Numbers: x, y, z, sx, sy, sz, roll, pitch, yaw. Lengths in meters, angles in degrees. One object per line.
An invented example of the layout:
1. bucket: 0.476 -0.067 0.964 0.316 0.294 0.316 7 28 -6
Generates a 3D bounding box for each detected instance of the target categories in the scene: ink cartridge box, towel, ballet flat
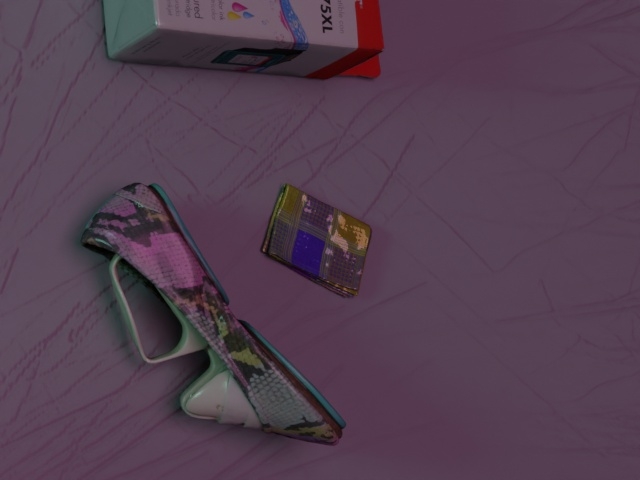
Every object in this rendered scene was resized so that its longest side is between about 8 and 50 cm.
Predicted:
1. ink cartridge box: -0.037 -0.192 1.010 0.231 0.078 0.134 0 80 -34
2. towel: 0.000 0.000 1.033 0.083 0.009 0.060 28 66 -26
3. ballet flat: -0.078 0.065 0.937 0.079 0.077 0.221 -40 98 -15
